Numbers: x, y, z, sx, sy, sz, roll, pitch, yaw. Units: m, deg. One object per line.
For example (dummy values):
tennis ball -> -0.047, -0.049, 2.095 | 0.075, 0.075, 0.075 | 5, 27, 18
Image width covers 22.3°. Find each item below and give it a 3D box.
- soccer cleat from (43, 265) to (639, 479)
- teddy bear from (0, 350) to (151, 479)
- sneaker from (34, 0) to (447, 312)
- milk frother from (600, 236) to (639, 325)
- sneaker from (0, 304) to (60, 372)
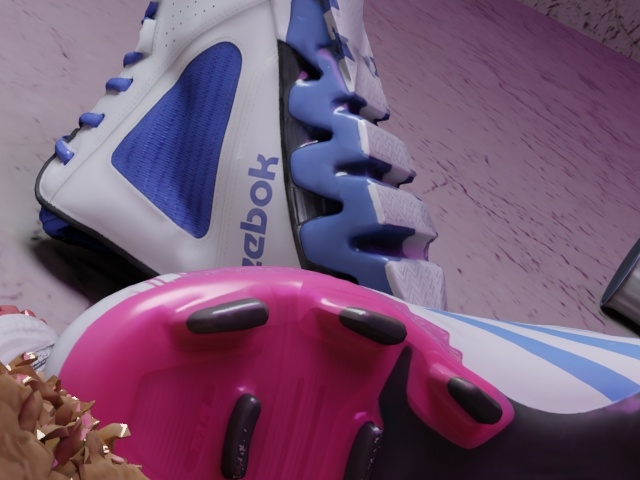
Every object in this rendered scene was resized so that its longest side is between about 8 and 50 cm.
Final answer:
soccer cleat -> 0.031, 0.078, 0.582 | 0.331, 0.116, 0.143 | 12, -4, -36
teddy bear -> -0.098, 0.087, 0.318 | 0.338, 0.113, 0.245 | 48, 27, -10
sneaker -> -0.063, -0.078, 0.814 | 0.127, 0.182, 0.315 | 27, 48, -71
milk frother -> 0.309, 0.049, 1.337 | 0.135, 0.129, 0.143 | 34, -26, 4
sneaker -> -0.113, 0.099, 0.489 | 0.093, 0.088, 0.225 | 37, 24, -9
